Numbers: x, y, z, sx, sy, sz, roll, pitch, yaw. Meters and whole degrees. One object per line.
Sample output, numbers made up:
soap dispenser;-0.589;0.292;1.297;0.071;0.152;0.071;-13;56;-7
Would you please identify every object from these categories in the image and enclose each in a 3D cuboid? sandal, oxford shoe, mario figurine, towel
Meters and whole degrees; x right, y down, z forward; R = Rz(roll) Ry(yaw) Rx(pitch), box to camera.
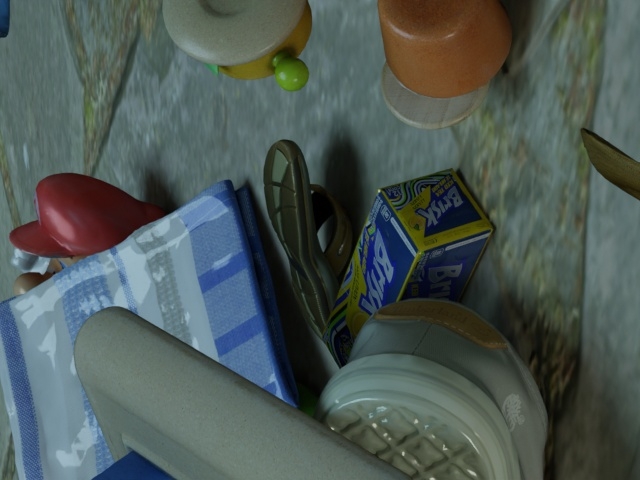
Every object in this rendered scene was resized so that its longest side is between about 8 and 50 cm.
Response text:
sandal;0.000;0.000;1.211;0.072;0.049;0.180;47;158;55
oxford shoe;0.070;0.210;1.098;0.130;0.169;0.449;-67;-18;-45
mario figurine;-0.218;0.091;1.549;0.198;0.170;0.320;3;118;29
towel;-0.153;0.094;1.374;0.285;0.034;0.209;-27;66;28

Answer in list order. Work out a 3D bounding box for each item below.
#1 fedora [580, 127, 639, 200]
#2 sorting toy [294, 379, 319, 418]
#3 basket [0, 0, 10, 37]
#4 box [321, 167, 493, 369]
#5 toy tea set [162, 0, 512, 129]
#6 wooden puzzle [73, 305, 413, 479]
fedora;0.202;-0.023;0.693;0.079;0.194;0.194;-61;36;4
sorting toy;-0.046;0.189;1.311;0.365;0.126;0.127;12;115;62
basket;-0.290;-0.312;1.418;0.255;0.201;0.288;-127;34;-81
box;0.053;0.030;1.093;0.054;0.059;0.169;58;150;28
toy tea set;-0.017;-0.187;1.025;0.336;0.200;0.124;62;-176;25
wooden puzzle;-0.036;0.243;1.038;0.322;0.080;0.347;26;137;46
